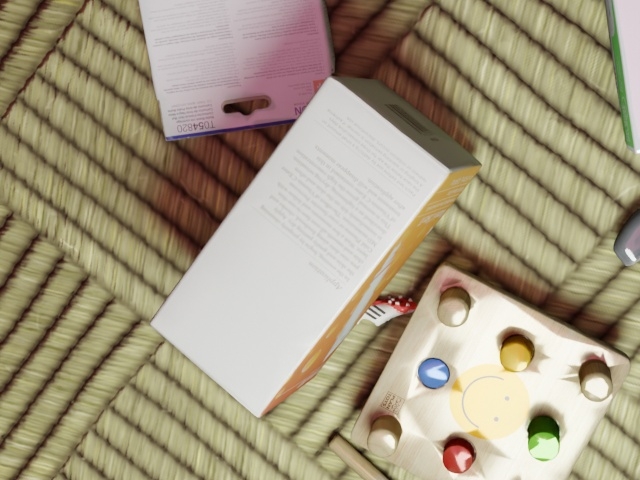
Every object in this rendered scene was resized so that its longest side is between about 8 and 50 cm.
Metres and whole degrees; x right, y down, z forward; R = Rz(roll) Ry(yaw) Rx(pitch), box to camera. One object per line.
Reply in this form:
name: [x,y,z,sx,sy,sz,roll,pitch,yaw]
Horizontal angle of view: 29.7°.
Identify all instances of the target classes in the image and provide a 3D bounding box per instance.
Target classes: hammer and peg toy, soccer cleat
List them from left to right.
soccer cleat: [0.080,0.088,1.487,0.083,0.029,0.036,-1,110,14]
hammer and peg toy: [0.169,0.233,1.448,0.266,0.127,0.361,28,105,3]

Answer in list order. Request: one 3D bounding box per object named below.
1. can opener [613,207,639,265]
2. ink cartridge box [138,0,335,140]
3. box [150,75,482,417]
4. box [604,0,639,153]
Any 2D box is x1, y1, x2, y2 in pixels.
can opener: [0.461,-0.055,1.364,0.283,0.076,0.095,-43,93,14]
ink cartridge box: [-0.098,-0.243,1.438,0.223,0.045,0.224,-6,102,12]
box: [0.000,0.000,1.374,0.168,0.215,0.345,40,106,9]
box: [0.429,-0.246,1.306,0.231,0.127,0.262,-9,101,10]
